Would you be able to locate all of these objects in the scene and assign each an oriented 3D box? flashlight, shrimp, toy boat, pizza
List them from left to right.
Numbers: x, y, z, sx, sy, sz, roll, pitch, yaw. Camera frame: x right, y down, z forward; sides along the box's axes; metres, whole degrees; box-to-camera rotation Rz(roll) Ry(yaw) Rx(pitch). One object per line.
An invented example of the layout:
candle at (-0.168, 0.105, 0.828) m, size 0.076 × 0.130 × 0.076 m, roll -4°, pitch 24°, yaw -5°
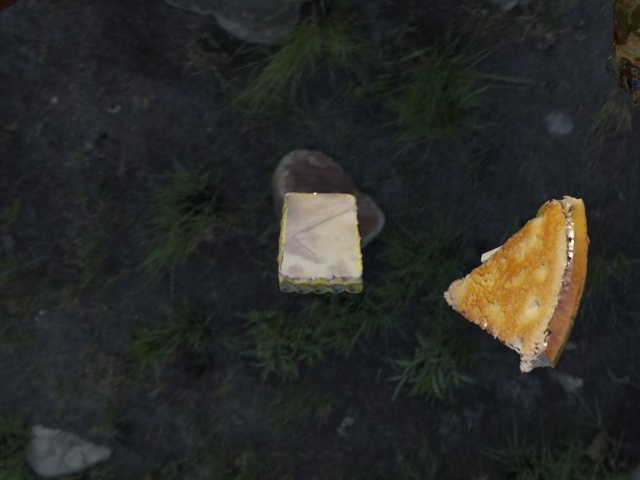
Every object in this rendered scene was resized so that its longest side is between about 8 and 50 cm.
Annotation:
toy boat at (0.000, 0.000, 0.725) m, size 0.063 × 0.115 × 0.016 m, roll 1°, pitch 125°, yaw 0°
flashlight at (0.260, 0.015, 1.315) m, size 0.018 × 0.018 × 0.083 m, roll 39°, pitch 138°, yaw -22°
pizza at (0.196, 0.051, 0.963) m, size 0.052 × 0.185 × 0.195 m, roll 26°, pitch 160°, yaw -24°
shrimp at (0.329, -0.226, 0.826) m, size 0.169 × 0.296 × 0.058 m, roll -17°, pitch 61°, yaw 2°

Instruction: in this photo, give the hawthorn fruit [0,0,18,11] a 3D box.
hawthorn fruit at (-0.204, -0.190, 0.499) m, size 0.188 × 0.169 × 0.169 m, roll 34°, pitch 117°, yaw 25°
